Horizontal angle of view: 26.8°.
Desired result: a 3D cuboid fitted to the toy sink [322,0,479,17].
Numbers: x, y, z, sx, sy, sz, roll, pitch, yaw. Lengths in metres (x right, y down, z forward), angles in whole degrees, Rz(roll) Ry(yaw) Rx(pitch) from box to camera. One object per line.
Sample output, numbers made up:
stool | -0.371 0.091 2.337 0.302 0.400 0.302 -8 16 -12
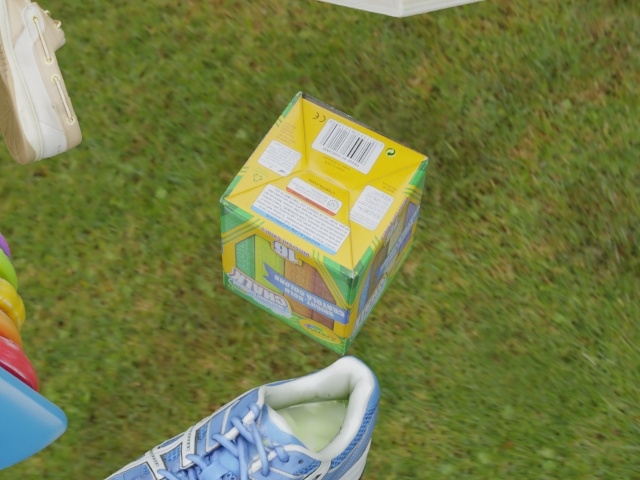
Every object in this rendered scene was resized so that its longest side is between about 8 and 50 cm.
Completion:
toy sink | 0.077 -0.296 0.985 0.131 0.153 0.234 23 122 48

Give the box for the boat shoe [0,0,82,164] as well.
boat shoe | -0.220 -0.144 1.006 0.063 0.059 0.170 -6 97 59

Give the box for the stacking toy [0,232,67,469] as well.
stacking toy | -0.317 0.036 1.148 0.175 0.166 0.302 -19 52 20

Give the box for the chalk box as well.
chalk box | 0.000 0.000 1.174 0.132 0.213 0.132 28 64 13

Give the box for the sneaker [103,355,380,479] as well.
sneaker | -0.053 0.118 0.684 0.080 0.211 0.081 44 137 21
